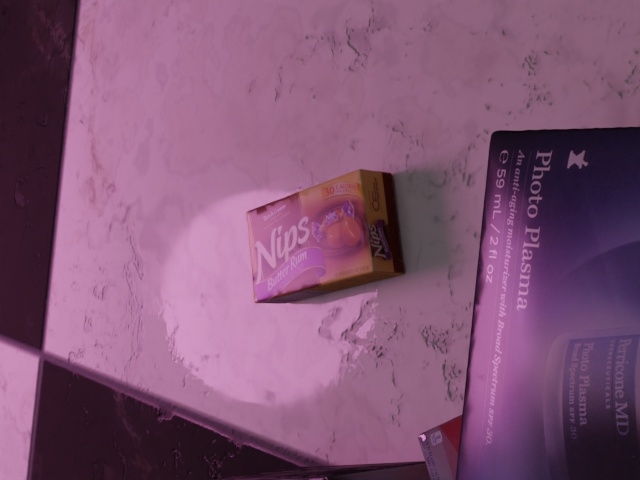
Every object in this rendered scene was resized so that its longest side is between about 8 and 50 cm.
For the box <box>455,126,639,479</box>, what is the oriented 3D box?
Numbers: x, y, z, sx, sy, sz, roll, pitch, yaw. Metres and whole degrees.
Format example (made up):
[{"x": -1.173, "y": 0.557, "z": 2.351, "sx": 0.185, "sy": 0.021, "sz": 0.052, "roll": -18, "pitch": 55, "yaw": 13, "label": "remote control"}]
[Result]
[{"x": 0.257, "y": 0.077, "z": 0.624, "sx": 0.294, "sy": 0.183, "sz": 0.296, "roll": 6, "pitch": 92, "yaw": 55, "label": "box"}]

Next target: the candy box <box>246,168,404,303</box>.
[{"x": 0.000, "y": 0.000, "z": 1.022, "sx": 0.187, "sy": 0.053, "sz": 0.109, "roll": -16, "pitch": 75, "yaw": 43, "label": "candy box"}]

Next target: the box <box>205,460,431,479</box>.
[{"x": -0.005, "y": 0.249, "z": 0.912, "sx": 0.231, "sy": 0.183, "sz": 0.056, "roll": -16, "pitch": 74, "yaw": 44, "label": "box"}]

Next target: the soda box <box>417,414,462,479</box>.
[{"x": 0.174, "y": 0.270, "z": 0.786, "sx": 0.083, "sy": 0.092, "sz": 0.263, "roll": -35, "pitch": 62, "yaw": 38, "label": "soda box"}]
